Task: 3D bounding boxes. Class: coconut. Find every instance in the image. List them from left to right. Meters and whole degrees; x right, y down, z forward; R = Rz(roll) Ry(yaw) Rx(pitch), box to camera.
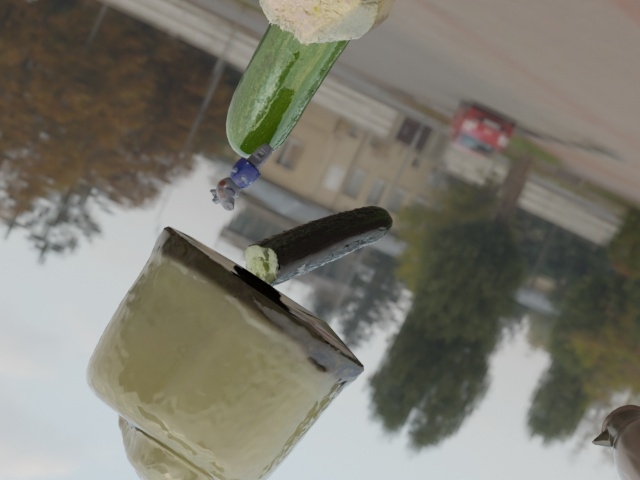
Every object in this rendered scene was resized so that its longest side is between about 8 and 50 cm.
[{"bbox_3d":[0.009,-0.229,1.207,0.116,0.116,0.122,26,-155,8],"label":"coconut"}]

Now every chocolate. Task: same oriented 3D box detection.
[{"bbox_3d":[-0.150,0.174,1.802,0.314,0.297,0.326,38,-179,-5],"label":"chocolate"}]

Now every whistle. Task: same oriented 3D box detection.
[{"bbox_3d":[-0.079,-0.067,1.441,0.033,0.083,0.029,42,177,16],"label":"whistle"}]

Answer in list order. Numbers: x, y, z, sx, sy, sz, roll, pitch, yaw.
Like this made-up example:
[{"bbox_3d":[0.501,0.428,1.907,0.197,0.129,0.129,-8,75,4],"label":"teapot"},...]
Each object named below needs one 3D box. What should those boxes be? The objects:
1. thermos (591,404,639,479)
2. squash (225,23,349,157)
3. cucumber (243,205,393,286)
[{"bbox_3d":[0.412,0.257,1.630,0.137,0.105,0.193,-19,-157,-7],"label":"thermos"},{"bbox_3d":[-0.021,-0.248,1.740,0.101,0.378,0.101,22,-142,-19],"label":"squash"},{"bbox_3d":[0.001,0.001,2.134,0.241,0.074,0.074,-22,-155,-19],"label":"cucumber"}]
